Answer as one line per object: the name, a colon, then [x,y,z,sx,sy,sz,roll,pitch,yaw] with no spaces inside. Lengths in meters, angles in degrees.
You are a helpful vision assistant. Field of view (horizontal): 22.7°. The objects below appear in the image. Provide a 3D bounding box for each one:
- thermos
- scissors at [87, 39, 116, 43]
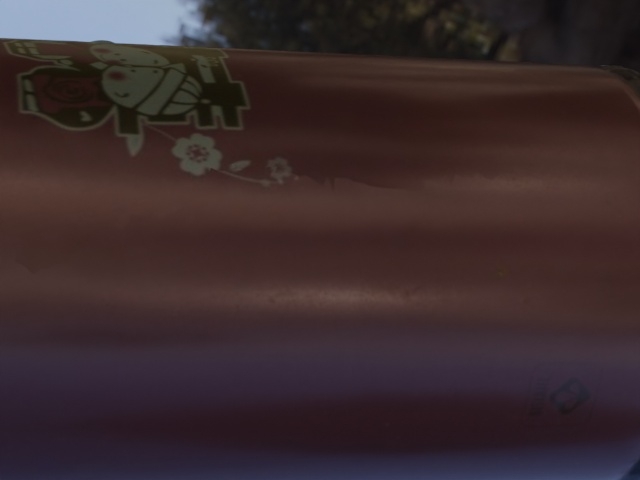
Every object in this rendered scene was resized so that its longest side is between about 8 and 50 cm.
thermos: [0.001,0.008,0.398,0.330,0.109,0.136,1,179,-16]
scissors: [-0.202,-0.023,0.787,0.256,0.030,0.125,-34,-125,-11]
